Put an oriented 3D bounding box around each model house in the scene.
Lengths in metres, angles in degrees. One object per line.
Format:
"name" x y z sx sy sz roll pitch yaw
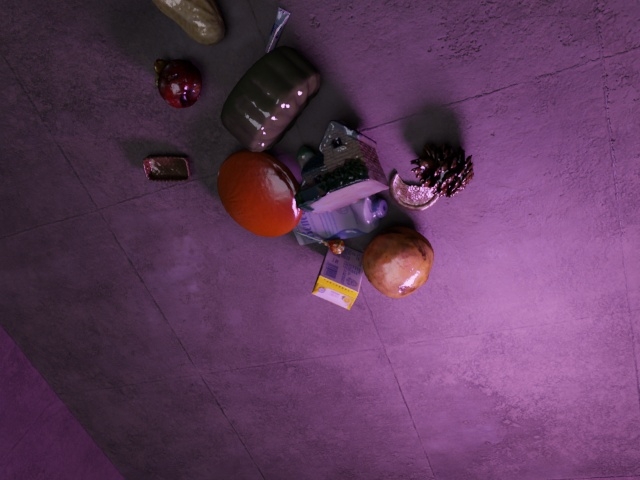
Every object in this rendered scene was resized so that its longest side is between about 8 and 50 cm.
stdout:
"model house" 0.046 -0.265 1.745 0.299 0.243 0.283 -20 74 27

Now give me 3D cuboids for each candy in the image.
"candy" 0.000 0.000 1.978 0.201 0.060 0.060 20 123 9

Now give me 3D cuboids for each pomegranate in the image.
"pomegranate" 0.288 0.084 1.896 0.282 0.281 0.280 6 121 9

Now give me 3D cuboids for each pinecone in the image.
"pinecone" 0.422 -0.249 1.730 0.204 0.179 0.184 43 99 6

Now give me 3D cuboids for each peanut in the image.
"peanut" -0.439 -0.769 1.626 0.313 0.152 0.152 39 121 -8

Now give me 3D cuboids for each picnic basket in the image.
"picnic basket" -0.605 -0.291 1.999 0.194 0.054 0.110 3 120 11

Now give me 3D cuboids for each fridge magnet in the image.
"fridge magnet" -0.226 -0.178 1.902 0.364 0.155 0.363 15 128 19

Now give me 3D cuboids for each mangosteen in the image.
"mangosteen" -0.506 -0.557 1.768 0.180 0.166 0.166 31 126 24

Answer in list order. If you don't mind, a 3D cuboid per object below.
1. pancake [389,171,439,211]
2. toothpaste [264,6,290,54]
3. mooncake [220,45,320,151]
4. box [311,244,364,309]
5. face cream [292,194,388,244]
"pancake" 0.354 -0.187 1.867 0.191 0.020 0.184 -15 115 20
"toothpaste" -0.152 -0.687 1.677 0.045 0.028 0.169 30 120 2
"mooncake" -0.155 -0.455 1.651 0.187 0.351 0.351 45 120 -2
"box" 0.078 0.130 1.975 0.169 0.265 0.097 23 124 -4
"face cream" 0.057 -0.102 1.949 0.421 0.137 0.234 -7 121 29
